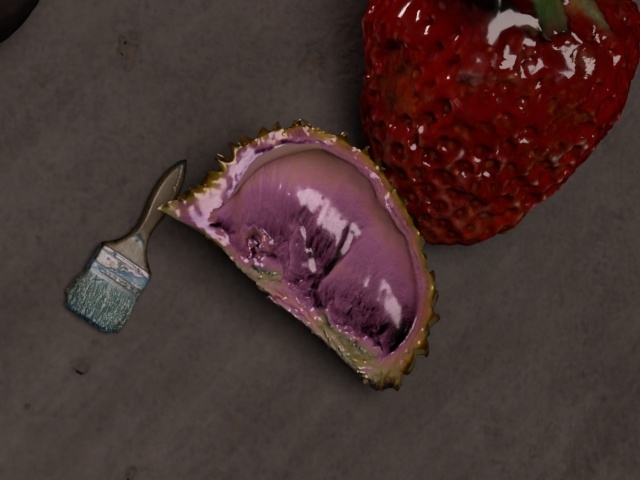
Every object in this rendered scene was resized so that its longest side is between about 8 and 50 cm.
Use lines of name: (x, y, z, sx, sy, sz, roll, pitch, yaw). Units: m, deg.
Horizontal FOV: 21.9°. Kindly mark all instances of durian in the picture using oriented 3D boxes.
durian: (0.001, 0.001, 1.695, 0.341, 0.112, 0.191, 40, 74, -23)

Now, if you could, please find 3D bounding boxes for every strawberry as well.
strawberry: (0.172, -0.179, 1.725, 0.291, 0.310, 0.292, 13, 51, -17)

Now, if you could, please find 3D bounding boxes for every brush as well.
brush: (-0.185, -0.001, 1.660, 0.070, 0.021, 0.196, 35, 71, -17)

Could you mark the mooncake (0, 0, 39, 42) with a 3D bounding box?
mooncake: (-0.376, -0.304, 1.525, 0.306, 0.154, 0.306, 3, 82, -24)
